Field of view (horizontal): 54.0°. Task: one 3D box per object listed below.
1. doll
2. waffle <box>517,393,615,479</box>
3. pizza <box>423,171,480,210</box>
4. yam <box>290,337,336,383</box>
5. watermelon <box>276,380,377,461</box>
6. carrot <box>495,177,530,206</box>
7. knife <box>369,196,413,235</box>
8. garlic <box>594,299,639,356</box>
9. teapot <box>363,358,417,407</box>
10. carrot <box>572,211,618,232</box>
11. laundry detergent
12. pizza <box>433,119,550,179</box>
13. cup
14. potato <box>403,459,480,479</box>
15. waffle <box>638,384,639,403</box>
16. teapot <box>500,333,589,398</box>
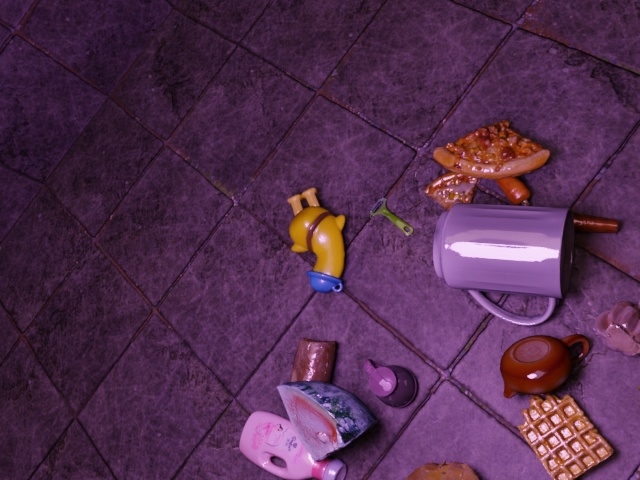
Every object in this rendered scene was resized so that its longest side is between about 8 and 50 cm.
[{"bbox_3d":[0.000,0.000,2.000,0.199,0.145,0.363,-26,68,13],"label":"doll"},{"bbox_3d":[0.589,0.472,1.547,0.160,0.055,0.211,-38,57,12],"label":"waffle"},{"bbox_3d":[0.397,-0.131,1.891,0.184,0.036,0.176,-9,68,26],"label":"pizza"},{"bbox_3d":[-0.025,0.403,1.864,0.129,0.128,0.238,4,74,31],"label":"yam"},{"bbox_3d":[-0.004,0.485,1.685,0.289,0.320,0.214,26,95,8],"label":"watermelon"},{"bbox_3d":[0.529,-0.192,1.831,0.061,0.061,0.257,-37,56,12],"label":"carrot"},{"bbox_3d":[0.224,-0.068,1.972,0.166,0.022,0.078,42,99,34],"label":"knife"},{"bbox_3d":[0.755,0.194,1.538,0.131,0.127,0.194,30,61,16],"label":"garlic"},{"bbox_3d":[0.190,0.384,1.743,0.116,0.146,0.148,-26,61,18],"label":"teapot"},{"bbox_3d":[0.709,-0.046,1.682,0.161,0.055,0.055,11,77,24],"label":"carrot"},{"bbox_3d":[-0.082,0.622,1.837,0.335,0.088,0.159,16,85,32],"label":"laundry detergent"},{"bbox_3d":[0.499,-0.273,1.829,0.335,0.086,0.226,6,55,30],"label":"pizza"},{"bbox_3d":[0.487,0.062,1.675,0.326,0.237,0.323,3,103,29],"label":"cup"},{"bbox_3d":[0.277,0.678,1.591,0.296,0.141,0.191,-44,59,5],"label":"potato"},{"bbox_3d":[0.840,0.385,1.452,0.183,0.036,0.169,-19,62,24],"label":"waffle"},{"bbox_3d":[0.567,0.318,1.586,0.252,0.135,0.178,-26,25,-3],"label":"teapot"}]
